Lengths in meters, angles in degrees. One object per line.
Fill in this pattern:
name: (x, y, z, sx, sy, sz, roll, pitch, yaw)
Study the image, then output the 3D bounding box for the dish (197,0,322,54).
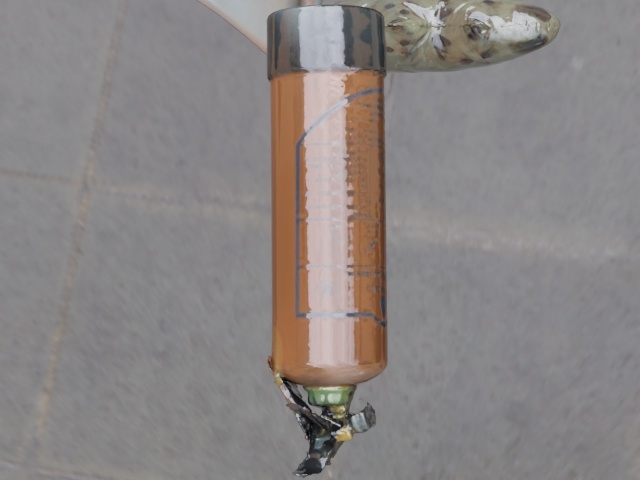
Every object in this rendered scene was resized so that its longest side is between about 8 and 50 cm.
dish: (-0.086, -0.163, 0.645, 0.212, 0.151, 0.077, 26, 76, 12)

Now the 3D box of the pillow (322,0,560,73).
pillow: (0.035, -0.131, 1.087, 0.241, 0.093, 0.051, 5, 91, 46)

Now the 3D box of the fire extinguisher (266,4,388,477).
fire extinguisher: (0.000, 0.000, 0.308, 0.022, 0.028, 0.083, -2, 86, 23)
